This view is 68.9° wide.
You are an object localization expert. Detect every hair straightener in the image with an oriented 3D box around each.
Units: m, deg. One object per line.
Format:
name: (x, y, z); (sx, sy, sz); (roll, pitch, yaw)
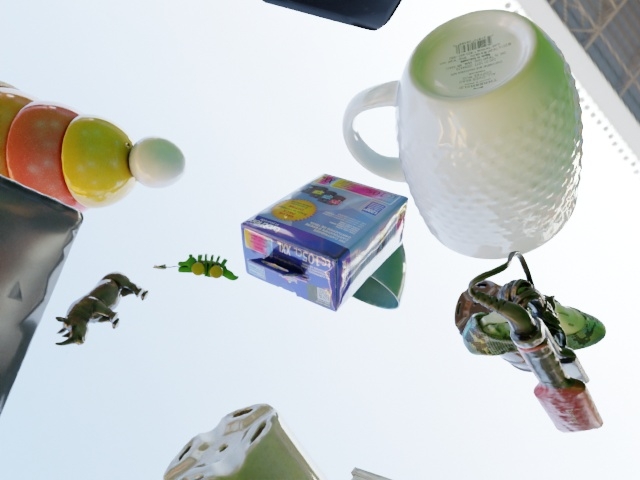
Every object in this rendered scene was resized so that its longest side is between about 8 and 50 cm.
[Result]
hair straightener: (0.173, 0.079, 0.381); (0.230, 0.047, 0.089); (41, -142, -35)

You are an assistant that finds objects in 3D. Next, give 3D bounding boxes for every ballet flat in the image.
ballet flat: (0.282, 0.111, 0.607); (0.188, 0.070, 0.070); (-10, -98, -1)

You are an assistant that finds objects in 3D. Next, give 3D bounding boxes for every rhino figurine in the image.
rhino figurine: (-0.500, 0.155, 1.048); (0.106, 0.073, 0.243); (28, -144, 4)

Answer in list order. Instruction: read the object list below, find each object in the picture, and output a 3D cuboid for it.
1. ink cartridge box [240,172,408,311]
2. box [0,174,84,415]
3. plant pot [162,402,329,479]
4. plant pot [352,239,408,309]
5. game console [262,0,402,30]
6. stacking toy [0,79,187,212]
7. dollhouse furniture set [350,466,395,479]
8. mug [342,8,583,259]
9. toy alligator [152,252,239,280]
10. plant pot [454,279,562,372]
ink cartridge box: (0.000, 0.000, 1.106); (0.395, 0.269, 0.151); (-40, -41, -43)
box: (-0.599, 0.093, 0.464); (0.471, 0.297, 0.480); (16, -99, 19)
plant pot: (-0.105, 0.476, 0.813); (0.333, 0.333, 0.306); (-31, -83, -31)
plant pot: (0.142, 0.048, 1.389); (0.290, 0.290, 0.196); (36, -110, -17)
game console: (-0.074, -0.280, 0.350); (0.361, 0.213, 0.044); (8, -108, -14)
stacking toy: (-0.535, -0.171, 1.057); (0.479, 0.351, 0.351); (4, -106, 4)
dollhouse furniture set: (0.139, 0.499, 0.589); (0.198, 0.286, 0.304); (-43, -68, -38)
mug: (0.212, -0.167, 0.749); (0.328, 0.373, 0.276); (50, -128, -52)
toy alligator: (-0.273, 0.051, 1.038); (0.189, 0.056, 0.052); (10, -93, -5)
plant pot: (0.371, 0.162, 0.938); (0.165, 0.167, 0.167); (23, -112, -21)
